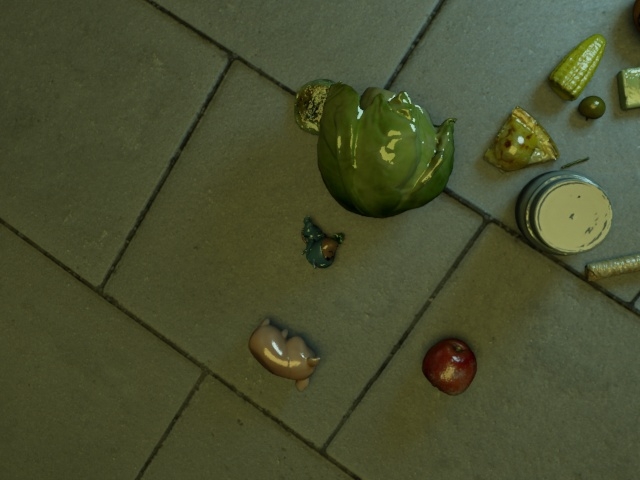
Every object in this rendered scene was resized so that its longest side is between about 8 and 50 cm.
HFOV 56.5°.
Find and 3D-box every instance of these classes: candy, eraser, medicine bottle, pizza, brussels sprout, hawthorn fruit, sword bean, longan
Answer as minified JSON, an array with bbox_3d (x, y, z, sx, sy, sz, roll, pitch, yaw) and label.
[{"bbox_3d":[0.763,-0.516,1.750,0.106,0.094,0.199,37,95,7],"label":"candy"},{"bbox_3d":[0.964,-0.450,1.728,0.172,0.058,0.117,-7,94,13],"label":"eraser"},{"bbox_3d":[0.694,-0.078,1.701,0.244,0.306,0.245,1,97,12],"label":"medicine bottle"},{"bbox_3d":[0.619,-0.277,1.813,0.204,0.080,0.188,38,103,5],"label":"pizza"},{"bbox_3d":[0.170,-0.248,1.776,0.425,0.342,0.361,23,94,20],"label":"brussels sprout"},{"bbox_3d":[0.413,0.398,1.891,0.172,0.173,0.173,1,96,12],"label":"hawthorn fruit"},{"bbox_3d":[0.777,-0.237,1.816,0.083,0.012,0.012,-19,92,14],"label":"sword bean"},{"bbox_3d":[0.804,-0.389,1.769,0.075,0.075,0.083,20,141,9],"label":"longan"}]

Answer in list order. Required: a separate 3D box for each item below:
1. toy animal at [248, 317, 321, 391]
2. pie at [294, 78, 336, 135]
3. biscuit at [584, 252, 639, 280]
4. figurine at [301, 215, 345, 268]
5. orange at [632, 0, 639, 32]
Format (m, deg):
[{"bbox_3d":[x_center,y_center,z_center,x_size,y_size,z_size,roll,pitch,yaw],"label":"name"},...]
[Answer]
[{"bbox_3d":[-0.126,0.380,2.007,0.250,0.154,0.167,26,143,7],"label":"toy animal"},{"bbox_3d":[-0.003,-0.436,1.950,0.186,0.041,0.187,2,98,12],"label":"pie"},{"bbox_3d":[0.917,0.077,1.798,0.219,0.055,0.061,-11,104,13],"label":"biscuit"},{"bbox_3d":[0.004,-0.001,1.969,0.144,0.114,0.178,-26,82,12],"label":"figurine"},{"bbox_3d":[0.970,-0.637,1.641,0.205,0.206,0.206,1,96,12],"label":"orange"}]
